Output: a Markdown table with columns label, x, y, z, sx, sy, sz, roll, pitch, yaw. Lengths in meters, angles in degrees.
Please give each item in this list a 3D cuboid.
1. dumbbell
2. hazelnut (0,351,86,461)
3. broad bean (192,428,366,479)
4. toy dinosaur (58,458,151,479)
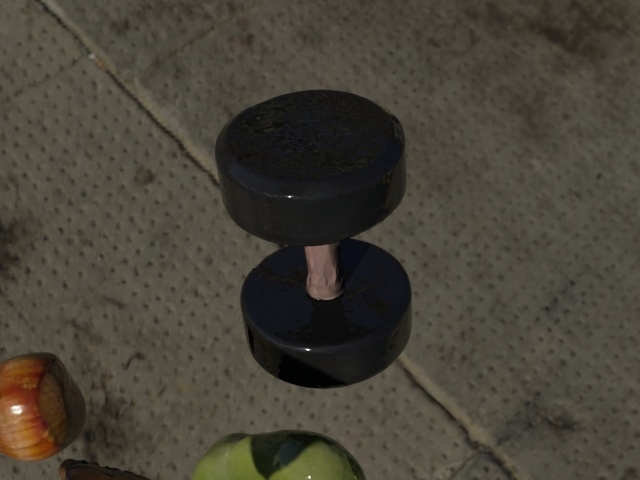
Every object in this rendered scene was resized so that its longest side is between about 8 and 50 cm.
| label | x | y | z | sx | sy | sz | roll | pitch | yaw |
| --- | --- | --- | --- | --- | --- | --- | --- | --- | --- |
| dumbbell | 0.000 | 0.000 | 0.866 | 0.152 | 0.218 | 0.152 | -3 | 40 | 3 |
| hazelnut | -0.394 | 0.222 | 1.393 | 0.150 | 0.150 | 0.150 | 7 | 59 | -12 |
| broad bean | -0.037 | 0.218 | 0.892 | 0.082 | 0.174 | 0.124 | -49 | 122 | -37 |
| toy dinosaur | 0.093 | 0.145 | 0.278 | 0.206 | 0.113 | 0.327 | -22 | 35 | -27 |
